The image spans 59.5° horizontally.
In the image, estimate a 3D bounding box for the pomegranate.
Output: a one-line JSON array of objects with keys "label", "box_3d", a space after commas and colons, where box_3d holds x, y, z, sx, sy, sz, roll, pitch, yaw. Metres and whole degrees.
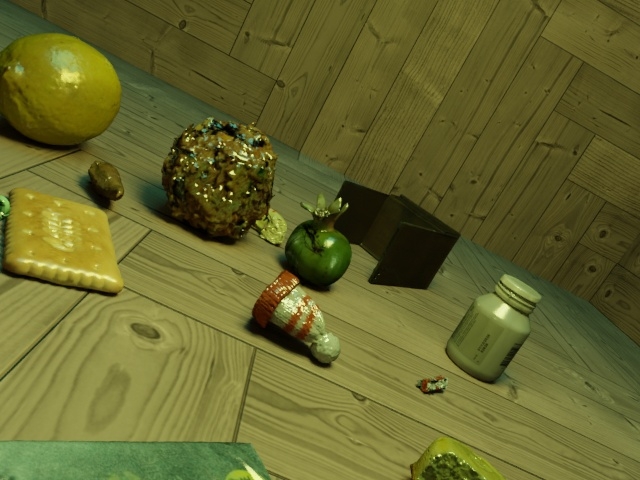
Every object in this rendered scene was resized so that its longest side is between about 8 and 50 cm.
[{"label": "pomegranate", "box_3d": [0.000, 0.000, 1.208, 0.131, 0.191, 0.152, -14, 41, -44]}]

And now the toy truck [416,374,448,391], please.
[{"label": "toy truck", "box_3d": [0.210, 0.265, 1.037, 0.032, 0.024, 0.083, 3, -3, 44]}]

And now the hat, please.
[{"label": "hat", "box_3d": [-0.030, 0.134, 0.922, 0.162, 0.093, 0.112, 36, 27, 6]}]

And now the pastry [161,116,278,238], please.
[{"label": "pastry", "box_3d": [-0.198, -0.134, 1.171, 0.275, 0.275, 0.193, 17, -7, -36]}]

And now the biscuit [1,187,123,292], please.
[{"label": "biscuit", "box_3d": [-0.388, -0.007, 0.845, 0.160, 0.030, 0.250, 18, 19, -33]}]

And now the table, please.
[{"label": "table", "box_3d": [0.190, -0.016, 1.574, 0.282, 0.196, 0.250, 11, 24, -47]}]

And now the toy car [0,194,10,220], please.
[{"label": "toy car", "box_3d": [-0.510, -0.064, 0.776, 0.143, 0.054, 0.073, 34, 17, 3]}]

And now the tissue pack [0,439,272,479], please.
[{"label": "tissue pack", "box_3d": [-0.133, 0.241, 0.412, 0.257, 0.081, 0.185, 17, 19, -40]}]

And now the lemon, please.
[{"label": "lemon", "box_3d": [-0.550, -0.316, 1.179, 0.263, 0.236, 0.236, -9, 39, -45]}]

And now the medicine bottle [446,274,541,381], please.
[{"label": "medicine bottle", "box_3d": [0.383, 0.187, 1.223, 0.135, 0.215, 0.135, 27, 15, -8]}]

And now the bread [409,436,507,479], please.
[{"label": "bread", "box_3d": [0.189, 0.323, 0.709, 0.156, 0.086, 0.125, 39, 8, 21]}]

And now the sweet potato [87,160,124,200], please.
[{"label": "sweet potato", "box_3d": [-0.413, -0.114, 1.081, 0.068, 0.060, 0.206, 34, 1, -41]}]

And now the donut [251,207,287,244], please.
[{"label": "donut", "box_3d": [-0.155, -0.059, 1.349, 0.166, 0.065, 0.108, 26, 15, -11]}]
